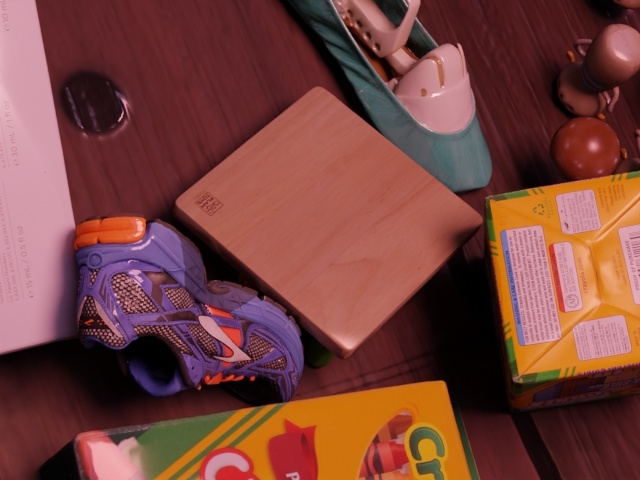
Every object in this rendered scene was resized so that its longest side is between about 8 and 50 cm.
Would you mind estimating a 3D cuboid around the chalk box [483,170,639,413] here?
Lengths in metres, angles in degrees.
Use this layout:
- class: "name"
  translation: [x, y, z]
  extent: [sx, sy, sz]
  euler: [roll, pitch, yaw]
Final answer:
- class: "chalk box"
  translation: [0.189, 0.046, 1.082]
  extent: [0.132, 0.213, 0.132]
  euler: [-10, 74, 3]

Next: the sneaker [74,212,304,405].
- class: "sneaker"
  translation: [-0.088, 0.064, 0.955]
  extent: [0.221, 0.083, 0.087]
  euler: [38, 56, -47]

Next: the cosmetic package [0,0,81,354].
- class: "cosmetic package"
  translation: [-0.308, -0.099, 0.867]
  extent: [0.284, 0.097, 0.377]
  euler: [-13, 97, -32]

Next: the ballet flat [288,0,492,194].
- class: "ballet flat"
  translation: [0.058, -0.144, 1.148]
  extent: [0.083, 0.087, 0.247]
  euler: [-38, 89, -34]

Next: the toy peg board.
- class: "toy peg board"
  translation: [0.000, 0.000, 1.077]
  extent: [0.161, 0.079, 0.161]
  euler: [40, 55, 12]

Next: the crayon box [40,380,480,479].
- class: "crayon box"
  translation: [-0.001, 0.206, 0.974]
  extent: [0.319, 0.081, 0.202]
  euler: [-6, 72, -29]

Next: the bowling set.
- class: "bowling set"
  translation: [0.251, -0.105, 1.218]
  extent: [0.200, 0.154, 0.287]
  euler: [-22, 81, -13]
